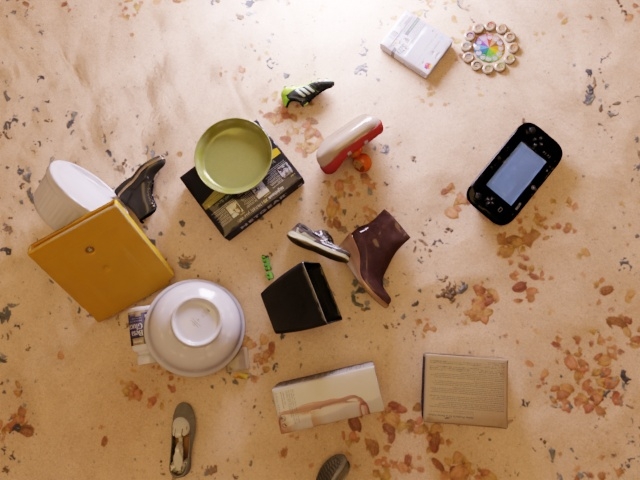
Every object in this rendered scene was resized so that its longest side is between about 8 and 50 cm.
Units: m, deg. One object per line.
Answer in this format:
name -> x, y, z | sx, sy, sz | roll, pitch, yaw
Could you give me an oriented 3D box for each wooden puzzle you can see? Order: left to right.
wooden puzzle -> -0.255, 0.364, 1.698 | 0.078, 0.014, 0.117 | -2, 81, 0

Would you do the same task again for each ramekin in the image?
ramekin -> -0.731, -0.106, 1.687 | 0.273, 0.273, 0.127 | 46, 100, 9

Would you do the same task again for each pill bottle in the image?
pill bottle -> -0.527, 0.286, 1.688 | 0.094, 0.094, 0.170 | -10, 81, 3

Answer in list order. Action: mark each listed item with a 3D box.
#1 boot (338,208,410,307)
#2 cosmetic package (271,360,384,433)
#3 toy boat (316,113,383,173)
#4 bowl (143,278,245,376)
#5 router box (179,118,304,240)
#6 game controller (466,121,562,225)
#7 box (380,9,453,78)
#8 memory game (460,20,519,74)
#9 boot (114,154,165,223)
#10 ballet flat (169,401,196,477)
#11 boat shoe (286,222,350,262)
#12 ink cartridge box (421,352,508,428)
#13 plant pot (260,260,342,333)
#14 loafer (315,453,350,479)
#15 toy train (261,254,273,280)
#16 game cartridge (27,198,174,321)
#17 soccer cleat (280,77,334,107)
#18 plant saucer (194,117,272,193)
boot -> 0.189, 0.052, 1.671 | 0.206, 0.090, 0.248 | -37, 76, 2
cosmetic package -> 0.024, 0.445, 1.596 | 0.296, 0.153, 0.129 | -14, 82, 3
toy boat -> 0.104, -0.276, 1.722 | 0.231, 0.151, 0.151 | -35, 109, -1
bowl -> -0.361, 0.245, 1.620 | 0.297, 0.134, 0.298 | 4, 75, -13
router box -> -0.243, -0.188, 1.747 | 0.308, 0.081, 0.243 | -37, 80, -2
game controller -> 0.590, -0.202, 1.694 | 0.166, 0.067, 0.319 | 39, 87, 9
box -> 0.309, -0.632, 1.796 | 0.186, 0.038, 0.145 | 36, 86, 10
memory game -> 0.543, -0.620, 1.789 | 0.186, 0.012, 0.186 | -1, 81, 5
boot -> -0.539, -0.163, 1.777 | 0.198, 0.077, 0.137 | -40, 85, 10
ballet flat -> -0.409, 0.590, 1.646 | 0.072, 0.068, 0.213 | -1, 81, 4
boat shoe -> 0.000, 0.000, 1.680 | 0.223, 0.080, 0.073 | 21, 75, 30
ink cartridge box -> 0.411, 0.426, 1.600 | 0.234, 0.088, 0.193 | 4, 83, 4
plant pot -> -0.063, 0.180, 1.636 | 0.166, 0.188, 0.188 | -24, 80, 14
loafer -> 0.025, 0.729, 1.592 | 0.087, 0.094, 0.251 | 26, 93, -17
toy train -> -0.164, 0.083, 1.732 | 0.023, 0.017, 0.083 | -14, 80, -8
game cartridge -> -0.631, 0.068, 1.646 | 0.285, 0.324, 0.053 | -28, 40, -1
soccer cleat -> -0.038, -0.472, 1.792 | 0.178, 0.060, 0.072 | -11, 90, 9
plant saucer -> -0.262, -0.254, 1.698 | 0.240, 0.037, 0.241 | -1, 81, 5
